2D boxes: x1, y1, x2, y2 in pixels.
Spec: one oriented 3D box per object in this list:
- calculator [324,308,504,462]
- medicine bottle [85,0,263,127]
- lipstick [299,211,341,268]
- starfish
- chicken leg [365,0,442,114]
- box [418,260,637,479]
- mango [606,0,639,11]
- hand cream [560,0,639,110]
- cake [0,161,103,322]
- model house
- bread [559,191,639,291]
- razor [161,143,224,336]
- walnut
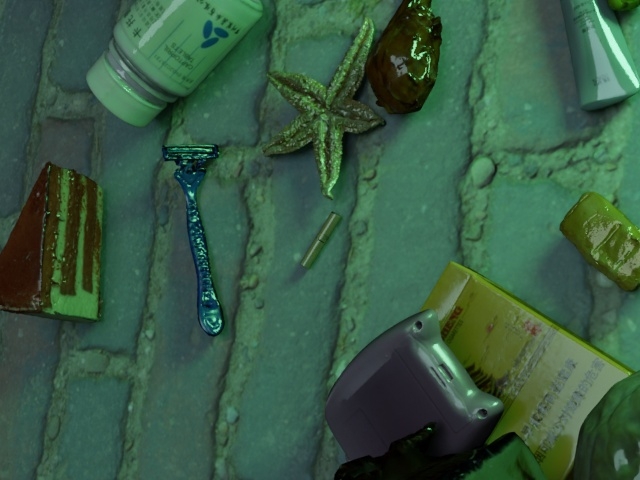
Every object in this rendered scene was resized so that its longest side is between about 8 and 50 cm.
[{"bbox_3d":[0.099,0.225,1.165,0.194,0.043,0.294,54,136,16],"label":"calculator"},{"bbox_3d":[-0.246,-0.336,1.508,0.293,0.170,0.170,-43,60,18],"label":"medicine bottle"},{"bbox_3d":[0.000,0.000,1.362,0.019,0.019,0.094,37,99,33],"label":"lipstick"},{"bbox_3d":[-0.005,-0.211,1.398,0.231,0.048,0.295,10,83,34],"label":"starfish"},{"bbox_3d":[0.134,-0.328,1.320,0.113,0.093,0.304,0,74,45],"label":"chicken leg"},{"bbox_3d":[0.237,0.167,1.140,0.274,0.076,0.174,34,96,33],"label":"box"},{"bbox_3d":[0.390,-0.373,1.168,0.091,0.074,0.165,3,86,6],"label":"mango"},{"bbox_3d":[0.353,-0.293,1.192,0.079,0.048,0.255,-20,71,31],"label":"hand cream"},{"bbox_3d":[-0.477,0.016,1.581,0.159,0.158,0.262,-10,71,29],"label":"cake"},{"bbox_3d":[0.108,0.371,1.004,0.282,0.317,0.297,-19,90,41],"label":"model house"},{"bbox_3d":[0.357,0.002,1.114,0.074,0.053,0.132,-47,57,14],"label":"bread"},{"bbox_3d":[-0.195,0.000,1.473,0.056,0.093,0.324,138,126,-65],"label":"razor"},{"bbox_3d":[0.375,0.247,0.961,0.224,0.224,0.224,-8,75,31],"label":"walnut"}]
